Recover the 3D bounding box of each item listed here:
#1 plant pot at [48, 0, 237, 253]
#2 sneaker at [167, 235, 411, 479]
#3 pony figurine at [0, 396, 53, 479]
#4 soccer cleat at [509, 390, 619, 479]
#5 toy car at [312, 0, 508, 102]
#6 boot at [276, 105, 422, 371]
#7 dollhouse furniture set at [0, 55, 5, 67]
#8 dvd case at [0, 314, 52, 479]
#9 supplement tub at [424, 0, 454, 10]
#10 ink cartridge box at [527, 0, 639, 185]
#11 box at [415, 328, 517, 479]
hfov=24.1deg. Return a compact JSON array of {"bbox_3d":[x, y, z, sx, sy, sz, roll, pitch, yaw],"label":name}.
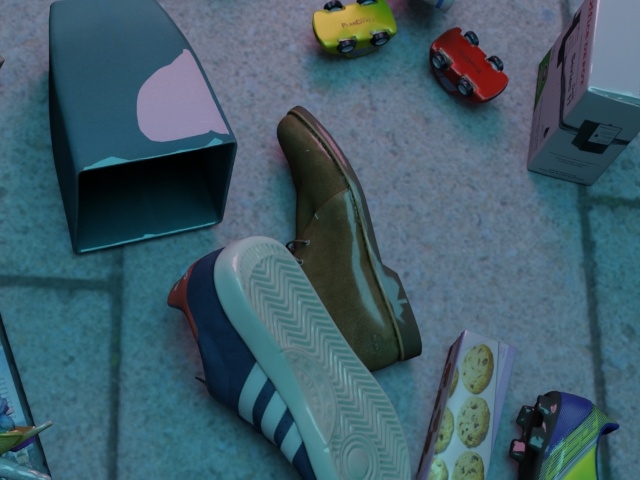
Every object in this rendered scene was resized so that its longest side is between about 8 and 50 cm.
[{"bbox_3d":[-0.207,-0.140,1.584,0.165,0.165,0.234,-12,63,-17],"label":"plant pot"},{"bbox_3d":[-0.036,0.163,1.530,0.131,0.148,0.350,-36,103,-47],"label":"sneaker"},{"bbox_3d":[-0.455,0.180,1.339,0.363,0.303,0.351,-43,81,6],"label":"pony figurine"},{"bbox_3d":[0.245,0.295,1.544,0.121,0.093,0.289,20,66,-10],"label":"soccer cleat"},{"bbox_3d":[0.119,-0.280,1.768,0.239,0.053,0.225,18,65,-6],"label":"toy car"},{"bbox_3d":[0.000,0.000,1.606,0.115,0.112,0.305,-20,76,-8],"label":"boot"},{"bbox_3d":[-0.419,-0.125,1.568,0.129,0.129,0.183,43,36,6],"label":"dollhouse furniture set"},{"bbox_3d":[-0.389,0.159,1.495,0.180,0.022,0.253,-15,72,-19],"label":"dvd case"},{"bbox_3d":[0.114,-0.315,1.713,0.107,0.071,0.071,28,65,-1],"label":"supplement tub"},{"bbox_3d":[0.311,-0.176,1.683,0.087,0.208,0.153,13,66,-7],"label":"ink cartridge box"},{"bbox_3d":[0.134,0.252,1.551,0.067,0.063,0.324,19,66,-3],"label":"box"}]
